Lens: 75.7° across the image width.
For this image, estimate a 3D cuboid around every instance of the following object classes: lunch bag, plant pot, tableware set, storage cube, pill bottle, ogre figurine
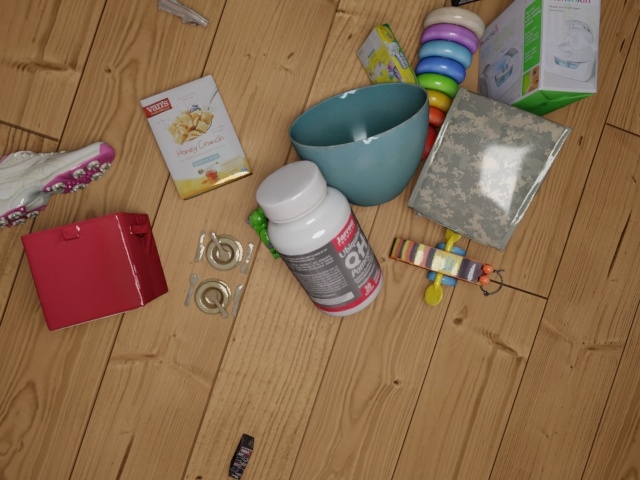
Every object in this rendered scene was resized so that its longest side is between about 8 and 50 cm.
[{"bbox_3d":[0.351,-0.144,0.899,0.236,0.169,0.286,29,105,17],"label":"lunch bag"},{"bbox_3d":[0.100,-0.189,0.894,0.291,0.290,0.195,-24,125,-5],"label":"plant pot"},{"bbox_3d":[-0.239,0.082,0.963,0.129,0.039,0.193,14,90,-6],"label":"tableware set"},{"bbox_3d":[-0.457,0.056,0.868,0.215,0.184,0.192,-14,94,-5],"label":"storage cube"},{"bbox_3d":[0.000,0.000,0.850,0.177,0.176,0.318,-34,128,-4],"label":"pill bottle"},{"bbox_3d":[-0.083,-0.068,0.943,0.118,0.096,0.197,36,116,-9],"label":"ogre figurine"}]

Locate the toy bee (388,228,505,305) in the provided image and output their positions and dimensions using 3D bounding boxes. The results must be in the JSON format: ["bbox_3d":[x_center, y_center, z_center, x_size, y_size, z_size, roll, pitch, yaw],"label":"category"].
[{"bbox_3d":[0.321,0.051,0.960,0.299,0.162,0.195,-3,90,-6],"label":"toy bee"}]

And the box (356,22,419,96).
[{"bbox_3d":[0.159,-0.387,0.948,0.043,0.105,0.179,-26,91,-21],"label":"box"}]

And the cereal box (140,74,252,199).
[{"bbox_3d":[-0.281,-0.234,0.945,0.173,0.047,0.239,-23,94,-5],"label":"cereal box"}]

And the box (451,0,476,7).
[{"bbox_3d":[0.429,-0.697,0.978,0.262,0.103,0.184,-17,91,-5],"label":"box"}]

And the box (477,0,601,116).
[{"bbox_3d":[0.468,-0.401,0.909,0.127,0.262,0.230,1,93,-6],"label":"box"}]

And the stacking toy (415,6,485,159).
[{"bbox_3d":[0.271,-0.350,0.965,0.141,0.141,0.329,13,96,-6],"label":"stacking toy"}]

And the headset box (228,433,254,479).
[{"bbox_3d":[-0.184,0.505,0.971,0.032,0.062,0.083,25,88,-7],"label":"headset box"}]

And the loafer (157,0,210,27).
[{"bbox_3d":[-0.313,-0.515,0.940,0.125,0.045,0.039,32,105,1],"label":"loafer"}]

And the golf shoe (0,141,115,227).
[{"bbox_3d":[-0.603,-0.150,0.886,0.307,0.115,0.140,-31,91,-5],"label":"golf shoe"}]
